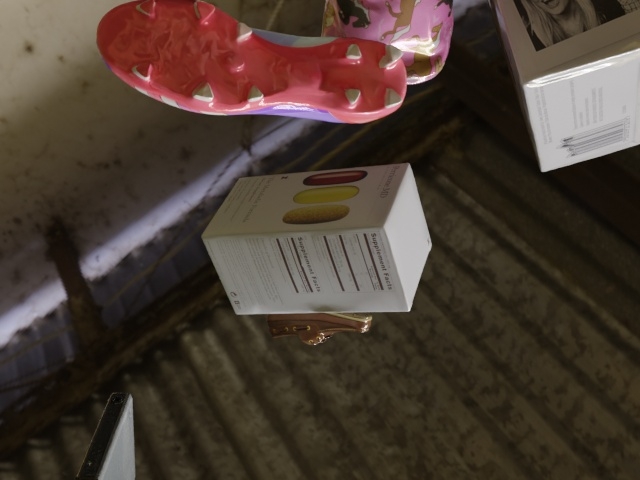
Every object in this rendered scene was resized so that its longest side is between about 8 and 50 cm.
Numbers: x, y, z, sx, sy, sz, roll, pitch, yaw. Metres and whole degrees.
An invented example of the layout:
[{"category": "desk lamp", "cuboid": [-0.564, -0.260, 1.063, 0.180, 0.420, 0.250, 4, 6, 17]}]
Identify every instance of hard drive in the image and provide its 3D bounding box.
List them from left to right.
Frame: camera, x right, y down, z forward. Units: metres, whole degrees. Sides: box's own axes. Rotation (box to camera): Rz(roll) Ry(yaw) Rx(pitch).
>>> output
[{"category": "hard drive", "cuboid": [-0.181, 0.203, 0.735, 0.022, 0.094, 0.135, 2, -161, -2]}]

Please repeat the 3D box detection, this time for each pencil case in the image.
[{"category": "pencil case", "cuboid": [0.101, -0.368, 0.976, 0.167, 0.386, 0.160, 26, -136, 17]}]

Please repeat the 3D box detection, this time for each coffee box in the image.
[{"category": "coffee box", "cuboid": [0.407, -0.338, 1.178, 0.338, 0.337, 0.335, -16, -109, 12]}]

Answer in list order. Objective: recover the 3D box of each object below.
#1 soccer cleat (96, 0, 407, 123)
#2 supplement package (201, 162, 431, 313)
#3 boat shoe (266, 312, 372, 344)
[{"category": "soccer cleat", "cuboid": [-0.051, -0.131, 0.678, 0.247, 0.095, 0.083, 3, -93, -21]}, {"category": "supplement package", "cuboid": [0.000, 0.000, 1.102, 0.243, 0.134, 0.139, -4, -144, 24]}, {"category": "boat shoe", "cuboid": [-0.003, 0.120, 1.249, 0.177, 0.064, 0.060, 2, -88, 36]}]
